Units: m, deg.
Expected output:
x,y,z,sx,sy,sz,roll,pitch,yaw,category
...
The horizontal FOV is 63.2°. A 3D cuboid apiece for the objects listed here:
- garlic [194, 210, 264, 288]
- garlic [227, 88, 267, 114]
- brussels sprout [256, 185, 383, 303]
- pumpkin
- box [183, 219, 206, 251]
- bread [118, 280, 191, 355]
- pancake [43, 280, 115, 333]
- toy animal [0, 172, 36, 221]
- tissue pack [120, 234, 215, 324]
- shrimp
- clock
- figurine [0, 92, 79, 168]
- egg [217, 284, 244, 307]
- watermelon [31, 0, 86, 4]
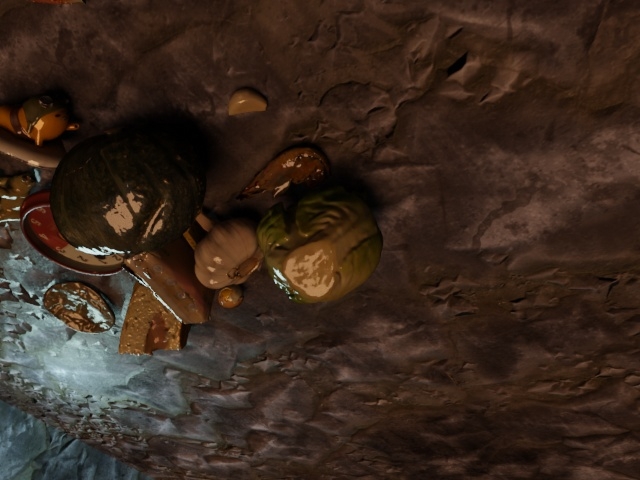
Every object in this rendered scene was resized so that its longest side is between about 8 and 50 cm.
x,y,z,sx,sy,sz,roll,pitch,yaw,category
-0.254,-0.001,1.279,0.226,0.199,0.199,44,139,15,garlic
-0.148,-0.274,1.033,0.083,0.041,0.053,-1,139,8,garlic
-0.001,0.002,1.115,0.259,0.294,0.227,-22,109,14,brussels sprout
-0.395,-0.111,1.100,0.327,0.291,0.258,-11,110,14,pumpkin
-0.334,-0.047,1.295,0.020,0.073,0.149,-14,129,16,box
-0.503,0.243,1.642,0.183,0.224,0.211,6,178,3,bread
-0.792,0.215,1.724,0.241,0.050,0.242,4,129,5,pancake
-0.807,-0.119,1.366,0.100,0.103,0.219,13,138,-25,toy animal
-0.370,0.066,1.318,0.122,0.215,0.257,-19,127,17,tissue pack
-0.089,-0.118,1.155,0.117,0.066,0.262,38,136,-22,shrimp
-0.646,-0.022,1.409,0.318,0.080,0.319,4,139,4,clock
-0.645,-0.275,1.132,0.249,0.166,0.141,28,114,6,figurine
-0.259,0.159,1.485,0.083,0.071,0.071,-26,123,39,egg
-0.552,-0.483,0.934,0.244,0.063,0.119,8,155,2,watermelon
